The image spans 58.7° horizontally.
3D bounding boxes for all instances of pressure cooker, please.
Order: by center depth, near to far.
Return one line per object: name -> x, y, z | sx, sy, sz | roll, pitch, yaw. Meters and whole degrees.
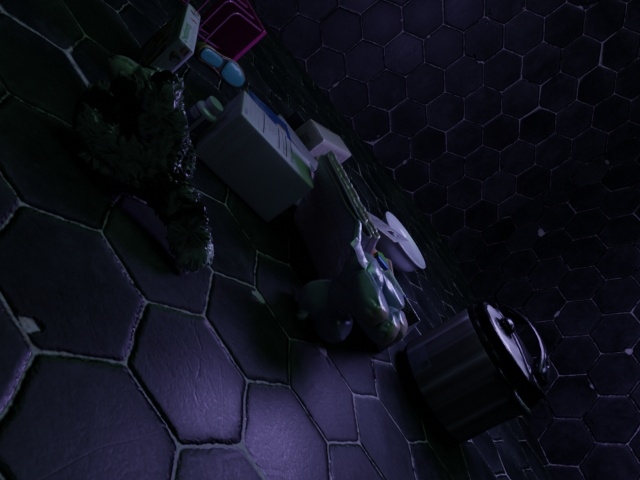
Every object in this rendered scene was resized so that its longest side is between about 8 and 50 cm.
pressure cooker -> 0.513, 0.406, 1.820 | 0.369, 0.420, 0.375 | 59, 17, 16

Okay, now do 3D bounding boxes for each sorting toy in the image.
sorting toy -> 0.174, 0.074, 1.845 | 0.208, 0.038, 0.193 | 38, 31, -31

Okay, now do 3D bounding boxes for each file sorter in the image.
file sorter -> -0.385, -0.867, 2.182 | 0.182, 0.202, 0.290 | 19, 40, -60

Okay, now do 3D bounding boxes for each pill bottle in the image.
pill bottle -> -0.317, -0.325, 1.501 | 0.067, 0.120, 0.067 | 48, 19, -23

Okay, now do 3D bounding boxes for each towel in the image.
towel -> 0.031, -0.035, 1.632 | 0.054, 0.317, 0.331 | -9, 55, -27

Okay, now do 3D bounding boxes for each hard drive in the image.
hard drive -> -0.091, -0.457, 2.367 | 0.135, 0.094, 0.022 | 54, 18, -4

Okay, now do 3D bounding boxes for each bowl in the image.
bowl -> 0.318, 0.032, 2.471 | 0.298, 0.134, 0.297 | 47, 18, -21

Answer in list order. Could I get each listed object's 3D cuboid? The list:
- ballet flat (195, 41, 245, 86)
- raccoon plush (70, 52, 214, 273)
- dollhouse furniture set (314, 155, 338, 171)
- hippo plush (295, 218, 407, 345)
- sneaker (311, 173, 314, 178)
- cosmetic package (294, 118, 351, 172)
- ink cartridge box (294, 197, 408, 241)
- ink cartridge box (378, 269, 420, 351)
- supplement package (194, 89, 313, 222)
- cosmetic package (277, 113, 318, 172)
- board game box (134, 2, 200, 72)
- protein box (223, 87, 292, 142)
ballet flat -> -0.360, -0.639, 2.043 | 0.073, 0.080, 0.232 | 49, 10, 36
raccoon plush -> -0.344, -0.165, 1.176 | 0.299, 0.216, 0.446 | -109, -170, -77
dollhouse furniture set -> 0.051, -0.243, 2.227 | 0.160, 0.101, 0.182 | 60, -5, 14
hippo plush -> 0.054, 0.158, 1.398 | 0.294, 0.237, 0.234 | 58, 20, -20
sneaker -> -0.039, -0.240, 2.192 | 0.118, 0.042, 0.067 | 43, 18, -39
cosmetic package -> -0.011, -0.371, 2.314 | 0.113, 0.160, 0.309 | 59, 17, 14
ink cartridge box -> 0.098, -0.072, 1.924 | 0.385, 0.091, 0.308 | 35, 10, 14
ink cartridge box -> 0.191, 0.214, 1.660 | 0.165, 0.065, 0.332 | 60, -15, 16
supplement package -> -0.180, -0.231, 1.586 | 0.293, 0.178, 0.175 | 46, 19, -28
cosmetic package -> -0.116, -0.327, 2.058 | 0.238, 0.107, 0.127 | 48, 16, -10
board game box -> -0.401, -0.490, 1.466 | 0.053, 0.193, 0.305 | 44, 20, -32
protein box -> -0.200, -0.325, 1.778 | 0.200, 0.136, 0.201 | 39, 24, -40
